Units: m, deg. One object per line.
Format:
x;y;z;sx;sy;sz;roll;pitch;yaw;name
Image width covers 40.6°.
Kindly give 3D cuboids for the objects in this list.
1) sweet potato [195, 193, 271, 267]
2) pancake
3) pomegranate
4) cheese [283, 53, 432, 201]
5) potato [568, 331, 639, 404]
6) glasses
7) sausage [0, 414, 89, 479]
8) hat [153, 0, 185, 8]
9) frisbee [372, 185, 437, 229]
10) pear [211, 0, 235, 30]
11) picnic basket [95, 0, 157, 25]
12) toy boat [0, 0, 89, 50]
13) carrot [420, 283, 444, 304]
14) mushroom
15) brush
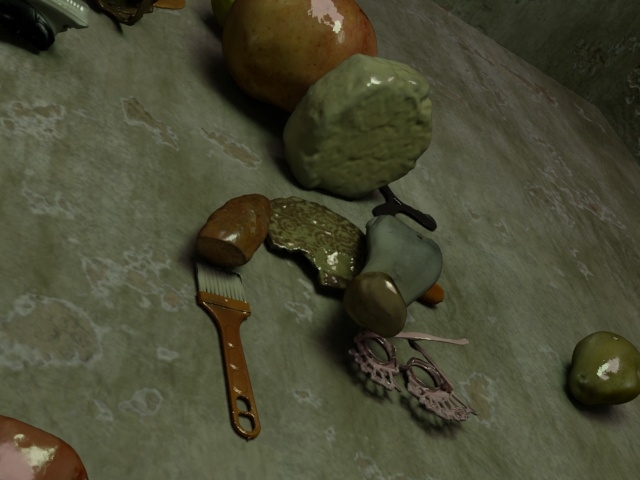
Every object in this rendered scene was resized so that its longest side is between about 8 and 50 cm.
-0.132;-0.022;1.404;0.097;0.097;0.252;38;22;-3;sweet potato
0.000;0.000;1.547;0.235;0.029;0.212;40;36;10;pancake
-0.032;-0.425;1.823;0.338;0.338;0.338;29;30;-19;pomegranate
0.079;-0.219;1.746;0.115;0.326;0.318;56;-6;38;cheese
0.580;0.271;1.781;0.194;0.157;0.157;-21;63;-44;potato
0.160;0.204;1.410;0.255;0.095;0.162;28;29;-12;glasses
-0.381;0.183;0.803;0.348;0.094;0.097;31;43;-19;sausage
-0.354;-0.673;1.907;0.244;0.233;0.233;37;27;-8;hat
0.162;-0.091;1.922;0.211;0.012;0.187;9;40;-43;frisbee
-0.153;-0.546;2.017;0.198;0.198;0.198;29;30;-19;pear
-0.384;-0.503;1.734;0.137;0.128;0.178;5;27;-43;picnic basket
-0.525;-0.394;1.430;0.269;0.141;0.141;5;44;-47;toy boat
0.135;0.063;1.640;0.247;0.043;0.043;25;31;-21;carrot
0.114;0.056;1.464;0.159;0.122;0.329;15;23;13;mushroom
-0.126;0.151;1.233;0.090;0.017;0.314;17;36;-31;brush
